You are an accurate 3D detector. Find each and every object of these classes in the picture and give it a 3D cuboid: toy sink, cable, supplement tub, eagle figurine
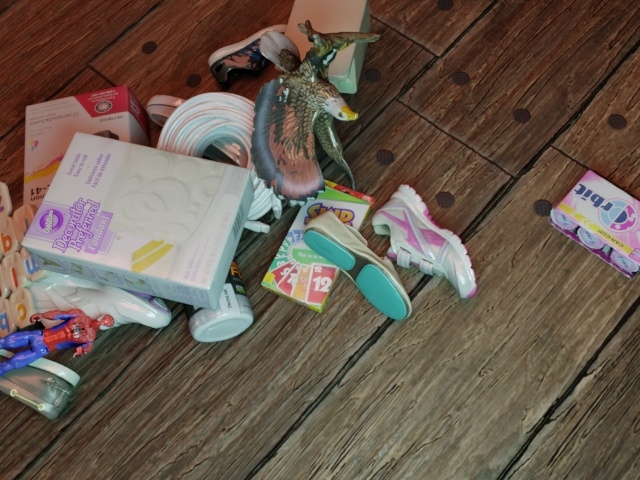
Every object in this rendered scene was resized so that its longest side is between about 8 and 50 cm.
[{"bbox_3d":[0.010,-0.398,1.432,0.152,0.131,0.234,8,64,10],"label":"toy sink"},{"bbox_3d":[-0.185,-0.152,1.310,0.257,0.089,0.257,7,95,5],"label":"cable"},{"bbox_3d":[-0.201,0.079,1.246,0.117,0.117,0.190,-20,65,-2],"label":"supplement tub"},{"bbox_3d":[-0.011,-0.232,1.239,0.226,0.298,0.225,6,27,-12],"label":"eagle figurine"}]

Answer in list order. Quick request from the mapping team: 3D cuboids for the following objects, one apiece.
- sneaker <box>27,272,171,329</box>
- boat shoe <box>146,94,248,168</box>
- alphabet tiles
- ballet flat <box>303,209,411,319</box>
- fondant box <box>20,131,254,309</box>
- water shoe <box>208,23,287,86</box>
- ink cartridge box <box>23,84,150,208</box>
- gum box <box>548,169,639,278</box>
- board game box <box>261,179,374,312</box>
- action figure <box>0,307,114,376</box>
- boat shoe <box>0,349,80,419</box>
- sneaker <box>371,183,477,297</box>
[{"bbox_3d":[-0.424,0.132,1.272,0.305,0.114,0.152,14,87,12],"label":"sneaker"},{"bbox_3d":[-0.252,-0.214,1.403,0.267,0.096,0.088,25,69,6],"label":"boat shoe"},{"bbox_3d":[-0.611,0.046,1.277,0.284,0.021,0.278,-24,77,27],"label":"alphabet tiles"},{"bbox_3d":[0.080,0.038,1.240,0.248,0.086,0.086,42,76,1],"label":"ballet flat"},{"bbox_3d":[-0.307,-0.038,1.185,0.330,0.096,0.238,12,64,6],"label":"fondant box"},{"bbox_3d":[-0.144,-0.404,1.498,0.203,0.073,0.080,-24,87,0],"label":"water shoe"},{"bbox_3d":[-0.465,-0.138,1.371,0.226,0.131,0.306,-11,64,2],"label":"ink cartridge box"},{"bbox_3d":[0.524,-0.034,1.240,0.188,0.062,0.107,39,75,21],"label":"gum box"},{"bbox_3d":[0.000,0.000,1.306,0.124,0.039,0.259,21,67,14],"label":"board game box"},{"bbox_3d":[-0.485,0.175,1.132,0.280,0.139,0.092,-18,85,-16],"label":"action figure"},{"bbox_3d":[-0.592,0.240,1.223,0.305,0.109,0.091,14,63,9],"label":"boat shoe"},{"bbox_3d":[0.186,0.018,1.245,0.111,0.103,0.252,-35,60,-5],"label":"sneaker"}]
